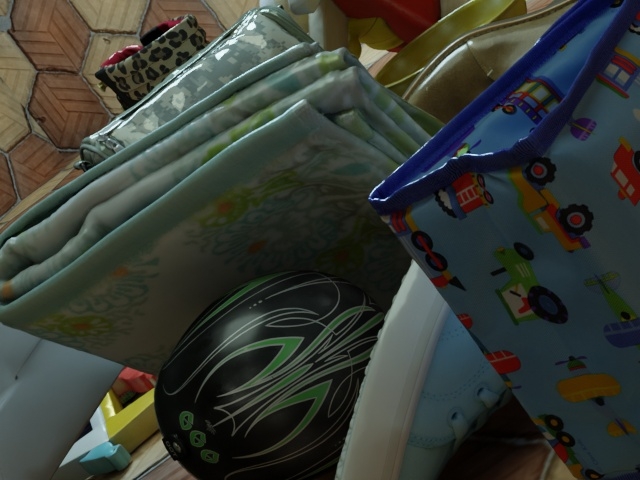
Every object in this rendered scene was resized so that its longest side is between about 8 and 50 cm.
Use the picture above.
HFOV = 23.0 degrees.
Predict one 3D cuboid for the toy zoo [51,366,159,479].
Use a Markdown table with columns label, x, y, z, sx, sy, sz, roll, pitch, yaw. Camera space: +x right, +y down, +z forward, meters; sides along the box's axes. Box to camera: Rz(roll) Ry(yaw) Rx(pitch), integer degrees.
| label | x | y | z | sx | sy | sz | roll | pitch | yaw |
| --- | --- | --- | --- | --- | --- | --- | --- | --- | --- |
| toy zoo | -0.229 | 0.155 | 1.628 | 0.192 | 0.030 | 0.293 | -35 | 29 | 0 |

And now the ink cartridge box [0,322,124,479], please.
| label | x | y | z | sx | sy | sz | roll | pitch | yaw |
| --- | --- | --- | --- | --- | --- | --- | --- | --- | --- |
| ink cartridge box | -0.358 | 0.231 | 1.412 | 0.395 | 0.151 | 0.270 | -49 | 7 | 36 |

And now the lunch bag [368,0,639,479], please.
| label | x | y | z | sx | sy | sz | roll | pitch | yaw |
| --- | --- | --- | --- | --- | --- | --- | --- | --- | --- |
| lunch bag | 0.206 | -0.036 | 0.899 | 0.138 | 0.221 | 0.293 | -19 | 22 | 52 |

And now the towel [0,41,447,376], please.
| label | x | y | z | sx | sy | sz | roll | pitch | yaw |
| --- | --- | --- | --- | --- | --- | --- | --- | --- | --- |
| towel | -0.038 | 0.010 | 1.251 | 0.374 | 0.320 | 0.090 | -28 | 54 | 28 |

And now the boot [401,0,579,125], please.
| label | x | y | z | sx | sy | sz | roll | pitch | yaw |
| --- | --- | --- | --- | --- | --- | --- | --- | --- | --- |
| boot | 0.204 | -0.164 | 1.616 | 0.305 | 0.112 | 0.115 | -29 | 26 | 19 |

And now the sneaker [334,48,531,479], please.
| label | x | y | z | sx | sy | sz | roll | pitch | yaw |
| --- | --- | --- | --- | --- | --- | --- | --- | --- | --- |
| sneaker | 0.129 | 0.050 | 1.022 | 0.135 | 0.150 | 0.366 | 80 | -145 | -73 |

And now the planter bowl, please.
| label | x | y | z | sx | sy | sz | roll | pitch | yaw |
| --- | --- | --- | --- | --- | --- | --- | --- | --- | --- |
| planter bowl | 0.172 | -0.207 | 1.850 | 0.217 | 0.090 | 0.217 | -34 | 13 | 9 |

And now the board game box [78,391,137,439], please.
| label | x | y | z | sx | sy | sz | roll | pitch | yaw |
| --- | --- | --- | --- | --- | --- | --- | --- | --- | --- |
| board game box | -0.270 | 0.170 | 1.771 | 0.141 | 0.048 | 0.170 | -39 | 14 | -5 |

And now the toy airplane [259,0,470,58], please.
| label | x | y | z | sx | sy | sz | roll | pitch | yaw |
| --- | --- | --- | --- | --- | --- | --- | --- | --- | --- |
| toy airplane | 0.012 | -0.324 | 2.020 | 0.272 | 0.384 | 0.386 | -9 | 30 | 42 |

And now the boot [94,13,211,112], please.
| label | x | y | z | sx | sy | sz | roll | pitch | yaw |
| --- | --- | --- | --- | --- | --- | --- | --- | --- | --- |
| boot | -0.176 | -0.127 | 2.025 | 0.138 | 0.284 | 0.377 | -43 | 16 | -26 |

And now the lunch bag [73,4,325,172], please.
| label | x | y | z | sx | sy | sz | roll | pitch | yaw |
| --- | --- | --- | --- | --- | --- | --- | --- | --- | --- |
| lunch bag | -0.091 | -0.084 | 1.734 | 0.305 | 0.256 | 0.212 | -43 | 15 | -24 |

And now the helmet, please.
| label | x | y | z | sx | sy | sz | roll | pitch | yaw |
| --- | --- | --- | --- | --- | --- | --- | --- | --- | --- |
| helmet | -0.026 | 0.101 | 1.162 | 0.161 | 0.169 | 0.169 | -33 | 13 | 36 |
